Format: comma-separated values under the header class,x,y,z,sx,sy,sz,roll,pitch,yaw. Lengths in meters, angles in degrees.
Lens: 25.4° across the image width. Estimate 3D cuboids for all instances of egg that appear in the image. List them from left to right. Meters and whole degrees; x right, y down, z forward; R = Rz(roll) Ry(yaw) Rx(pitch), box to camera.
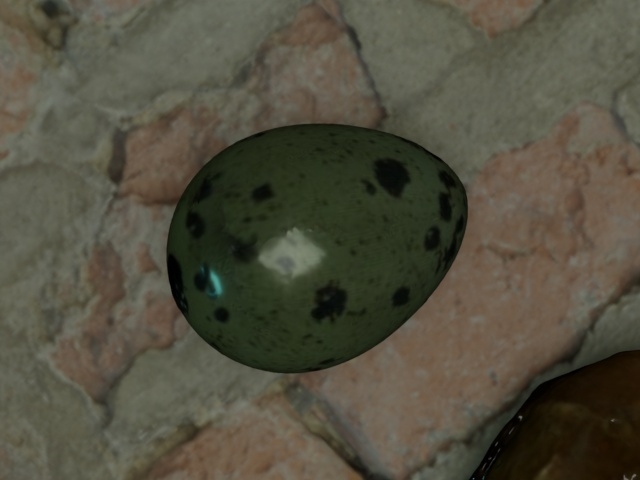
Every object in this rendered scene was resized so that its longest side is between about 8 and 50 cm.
class,x,y,z,sx,sy,sz,roll,pitch,yaw
egg,0.000,0.000,1.026,0.228,0.177,0.177,-20,95,-15

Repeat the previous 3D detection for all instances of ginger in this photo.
class,x,y,z,sx,sy,sz,roll,pitch,yaw
ginger,0.180,0.213,1.059,0.165,0.172,0.321,39,94,34
